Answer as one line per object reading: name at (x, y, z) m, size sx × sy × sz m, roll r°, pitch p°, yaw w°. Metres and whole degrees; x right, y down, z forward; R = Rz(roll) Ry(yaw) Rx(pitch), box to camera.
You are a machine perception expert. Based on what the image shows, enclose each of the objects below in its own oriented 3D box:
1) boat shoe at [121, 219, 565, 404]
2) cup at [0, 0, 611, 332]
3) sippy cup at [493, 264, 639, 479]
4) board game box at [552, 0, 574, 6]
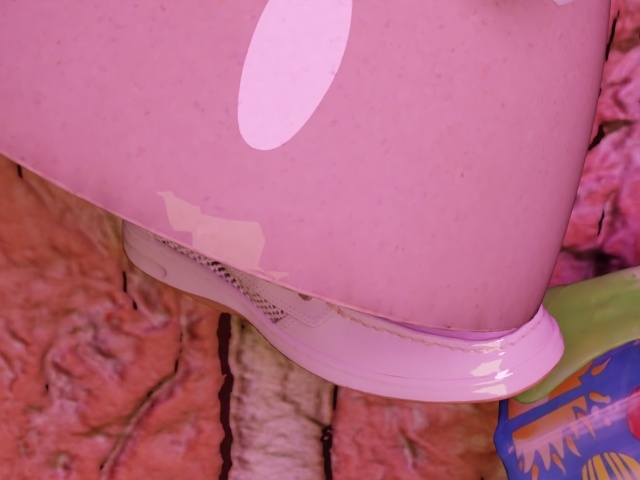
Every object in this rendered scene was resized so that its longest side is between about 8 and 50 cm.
boat shoe at (0.000, 0.000, 0.997) m, size 0.277 × 0.098 × 0.096 m, roll 20°, pitch 130°, yaw 31°
cup at (-0.003, -0.142, 0.824) m, size 0.331 × 0.331 × 0.237 m, roll 21°, pitch 105°, yaw -19°
sippy cup at (0.231, 0.099, 1.095) m, size 0.224 × 0.240 × 0.305 m, roll -28°, pitch 109°, yaw 35°
board game box at (0.065, -0.258, 0.693) m, size 0.053 × 0.305 × 0.193 m, roll -22°, pitch 131°, yaw 40°
